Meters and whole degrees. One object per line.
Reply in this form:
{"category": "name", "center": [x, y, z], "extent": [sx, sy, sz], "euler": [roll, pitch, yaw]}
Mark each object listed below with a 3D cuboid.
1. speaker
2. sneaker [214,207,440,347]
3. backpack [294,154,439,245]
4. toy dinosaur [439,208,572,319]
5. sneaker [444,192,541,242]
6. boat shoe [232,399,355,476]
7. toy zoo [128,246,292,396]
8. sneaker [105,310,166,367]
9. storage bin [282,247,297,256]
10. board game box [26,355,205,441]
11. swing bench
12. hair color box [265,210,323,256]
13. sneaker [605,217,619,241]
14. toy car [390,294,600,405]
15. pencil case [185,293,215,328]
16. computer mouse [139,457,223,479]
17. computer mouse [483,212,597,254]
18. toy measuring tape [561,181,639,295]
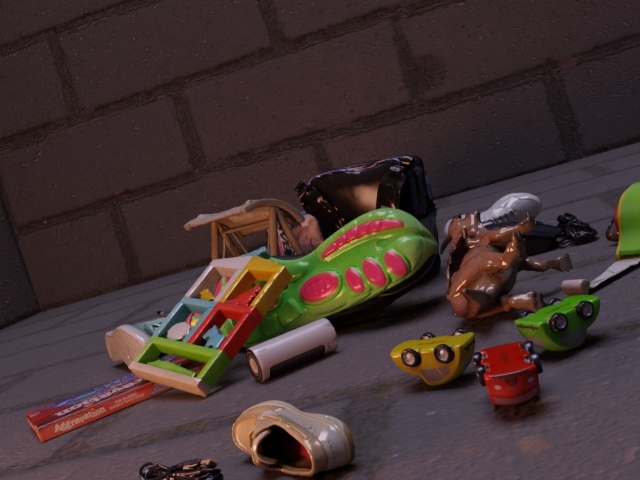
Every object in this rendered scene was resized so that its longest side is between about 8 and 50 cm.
{"category": "speaker", "center": [-0.042, 0.164, 1.171], "extent": [0.136, 0.055, 0.055], "euler": [-19, 6, -27]}
{"category": "sneaker", "center": [0.003, 0.093, 1.401], "extent": [0.482, 0.185, 0.202], "euler": [-17, -24, 32]}
{"category": "backpack", "center": [0.120, -0.032, 1.591], "extent": [0.276, 0.264, 0.213], "euler": [-8, 4, 35]}
{"category": "toy dinosaur", "center": [0.238, 0.053, 1.145], "extent": [0.200, 0.127, 0.295], "euler": [-22, 13, 37]}
{"category": "sneaker", "center": [0.398, -0.034, 1.764], "extent": [0.232, 0.090, 0.115], "euler": [-25, 10, 13]}
{"category": "boat shoe", "center": [-0.043, 0.199, 0.771], "extent": [0.059, 0.063, 0.170], "euler": [-14, 3, -42]}
{"category": "toy zoo", "center": [-0.170, 0.118, 1.283], "extent": [0.192, 0.030, 0.293], "euler": [4, 48, 45]}
{"category": "sneaker", "center": [-0.337, 0.196, 1.574], "extent": [0.151, 0.094, 0.256], "euler": [-16, 6, -28]}
{"category": "storage bin", "center": [-0.048, 0.076, 1.988], "extent": [0.091, 0.098, 0.135], "euler": [10, 0, -11]}
{"category": "board game box", "center": [-0.343, 0.259, 1.303], "extent": [0.281, 0.027, 0.145], "euler": [-19, 7, -27]}
{"category": "swing bench", "center": [-0.150, 0.035, 1.763], "extent": [0.165, 0.255, 0.253], "euler": [-21, 7, -40]}
{"category": "hair color box", "center": [0.000, 0.000, 2.099], "extent": [0.105, 0.174, 0.347], "euler": [-22, 7, -38]}
{"category": "sneaker", "center": [0.549, -0.037, 1.388], "extent": [0.064, 0.061, 0.158], "euler": [-21, 1, 37]}
{"category": "toy car", "center": [0.220, 0.117, 0.851], "extent": [0.224, 0.053, 0.239], "euler": [-19, 6, -22]}
{"category": "pencil case", "center": [-0.242, 0.160, 1.635], "extent": [0.104, 0.105, 0.236], "euler": [-18, 7, -11]}
{"category": "computer mouse", "center": [-0.173, 0.256, 0.726], "extent": [0.105, 0.042, 0.193], "euler": [-10, 2, 22]}
{"category": "computer mouse", "center": [0.391, -0.011, 1.531], "extent": [0.272, 0.072, 0.188], "euler": [-16, 6, 8]}
{"category": "toy measuring tape", "center": [0.468, -0.020, 1.162], "extent": [0.330, 0.122, 0.121], "euler": [-20, 6, -32]}
